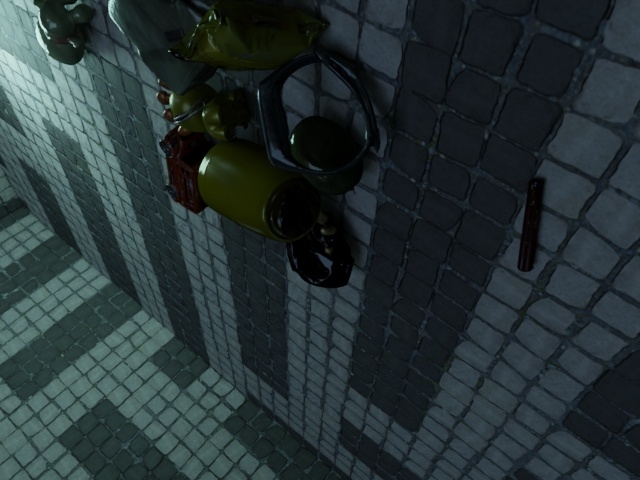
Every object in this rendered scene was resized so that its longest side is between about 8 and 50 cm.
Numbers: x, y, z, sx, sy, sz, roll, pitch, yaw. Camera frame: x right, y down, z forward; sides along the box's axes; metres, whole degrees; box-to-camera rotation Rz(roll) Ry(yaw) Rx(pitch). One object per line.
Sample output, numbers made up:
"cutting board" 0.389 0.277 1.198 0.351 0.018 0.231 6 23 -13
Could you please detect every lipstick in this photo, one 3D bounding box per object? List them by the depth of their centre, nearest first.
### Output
"lipstick" 0.326 -0.022 0.861 0.027 0.027 0.176 23 140 34

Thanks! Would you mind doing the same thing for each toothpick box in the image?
"toothpick box" -0.122 -0.101 1.142 0.271 0.175 0.175 30 146 47

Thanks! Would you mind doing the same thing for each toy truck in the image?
"toy truck" -0.324 -0.185 1.404 0.114 0.107 0.253 38 149 14

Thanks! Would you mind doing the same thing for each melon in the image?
"melon" 0.015 -0.152 1.017 0.167 0.114 0.114 51 149 -2

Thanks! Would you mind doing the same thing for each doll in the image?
"doll" -0.262 -0.279 1.194 0.220 0.135 0.143 14 139 26
"doll" -0.676 -0.540 1.431 0.155 0.113 0.275 51 148 -12

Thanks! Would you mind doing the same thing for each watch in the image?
"watch" -0.003 -0.211 0.924 0.192 0.068 0.206 -8 95 11

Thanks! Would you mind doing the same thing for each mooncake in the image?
"mooncake" -0.270 -0.430 1.032 0.250 0.136 0.254 50 142 -7

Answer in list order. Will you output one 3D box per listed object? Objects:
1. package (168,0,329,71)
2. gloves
"package" -0.114 -0.328 0.898 0.168 0.226 0.090 -10 88 51
"gloves" 0.000 0.000 1.211 0.164 0.124 0.203 11 114 5
